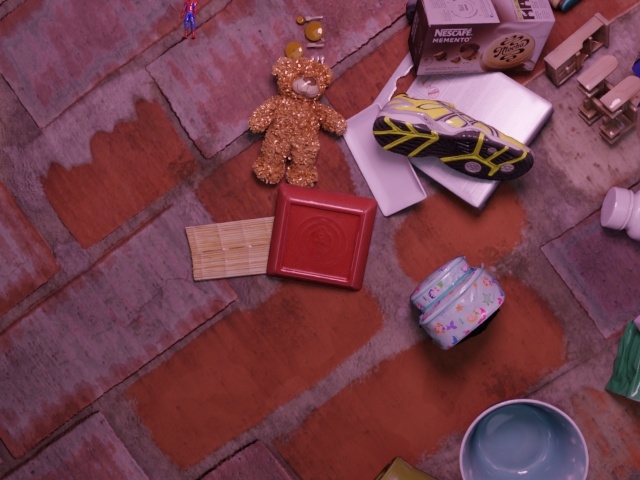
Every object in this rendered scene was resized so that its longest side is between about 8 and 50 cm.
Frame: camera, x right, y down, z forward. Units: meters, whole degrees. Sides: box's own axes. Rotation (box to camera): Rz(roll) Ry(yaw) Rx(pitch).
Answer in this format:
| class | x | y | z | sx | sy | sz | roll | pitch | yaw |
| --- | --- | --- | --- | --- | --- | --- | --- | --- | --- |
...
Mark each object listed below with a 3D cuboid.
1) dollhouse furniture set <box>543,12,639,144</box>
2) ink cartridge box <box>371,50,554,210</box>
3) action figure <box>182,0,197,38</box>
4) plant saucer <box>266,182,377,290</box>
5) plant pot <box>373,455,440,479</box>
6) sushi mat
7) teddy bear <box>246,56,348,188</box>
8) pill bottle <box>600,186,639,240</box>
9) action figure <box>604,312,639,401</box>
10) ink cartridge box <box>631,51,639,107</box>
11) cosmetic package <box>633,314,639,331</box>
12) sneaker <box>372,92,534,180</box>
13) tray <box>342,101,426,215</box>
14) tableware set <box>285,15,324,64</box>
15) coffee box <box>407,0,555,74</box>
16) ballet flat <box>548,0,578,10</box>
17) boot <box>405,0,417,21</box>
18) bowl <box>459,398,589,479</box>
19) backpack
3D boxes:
| class | x | y | z | sx | sy | sz | roll | pitch | yaw |
| --- | --- | --- | --- | --- | --- | --- | --- | --- | --- |
| dollhouse furniture set | 0.678 | -0.389 | 1.666 | 0.161 | 0.212 | 0.242 | -40 | 66 | 8 |
| ink cartridge box | 0.340 | -0.307 | 1.785 | 0.385 | 0.091 | 0.308 | 38 | 99 | 18 |
| action figure | -0.341 | -0.588 | 1.832 | 0.038 | 0.030 | 0.115 | 4 | 94 | 10 |
| plant saucer | 0.000 | 0.000 | 1.819 | 0.259 | 0.047 | 0.258 | 10 | 107 | 0 |
| plant pot | 0.253 | 0.750 | 1.773 | 0.353 | 0.366 | 0.366 | 41 | 98 | 13 |
| sushi mat | -0.198 | 0.019 | 1.882 | 0.317 | 0.019 | 0.151 | -6 | 94 | 6 |
| teddy bear | -0.063 | -0.293 | 1.783 | 0.245 | 0.113 | 0.338 | 30 | 103 | -1 |
| pill bottle | 0.819 | -0.057 | 1.720 | 0.229 | 0.131 | 0.131 | 13 | 97 | 4 |
| action figure | 0.801 | 0.282 | 1.776 | 0.064 | 0.137 | 0.232 | 15 | 89 | -19 |
| ink cartridge box | 0.822 | -0.499 | 1.621 | 0.069 | 0.176 | 0.370 | 25 | 86 | 4 |
| cosmetic package | 1.023 | 0.257 | 1.597 | 0.327 | 0.329 | 0.393 | -34 | 92 | -9 |
| sneaker | 0.325 | -0.261 | 1.665 | 0.385 | 0.145 | 0.147 | 20 | 57 | 4 |
| tray | 0.163 | -0.207 | 1.796 | 0.145 | 0.030 | 0.270 | -25 | 94 | 43 |
| tableware set | -0.040 | -0.502 | 1.815 | 0.104 | 0.024 | 0.154 | -1 | 97 | 9 |
| coffee box | 0.372 | -0.494 | 1.659 | 0.297 | 0.168 | 0.118 | -3 | 61 | -7 |
| ballet flat | 0.692 | -0.691 | 1.684 | 0.349 | 0.123 | 0.123 | -32 | 92 | 8 |
| boot | 0.360 | -0.666 | 1.728 | 0.338 | 0.118 | 0.222 | -10 | 88 | -1 |
| bowl | 0.504 | 0.533 | 1.794 | 0.312 | 0.163 | 0.311 | 0 | 95 | 5 |
| backpack | 0.336 | 0.153 | 1.727 | 0.225 | 0.253 | 0.191 | -42 | 91 | 9 |
